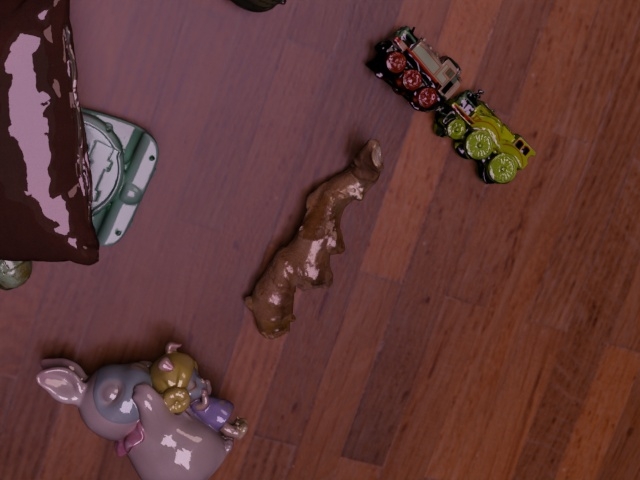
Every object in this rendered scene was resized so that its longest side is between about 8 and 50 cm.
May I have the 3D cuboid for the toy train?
[{"bbox_3d":[0.164,-0.169,1.477,0.249,0.053,0.085,42,83,-18],"label":"toy train"}]

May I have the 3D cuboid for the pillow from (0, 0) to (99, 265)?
[{"bbox_3d":[-0.400,-0.119,1.294,0.305,0.108,0.308,-2,100,13],"label":"pillow"}]

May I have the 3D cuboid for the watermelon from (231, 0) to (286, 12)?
[{"bbox_3d":[-0.084,-0.313,1.373,0.110,0.078,0.078,42,91,-19],"label":"watermelon"}]

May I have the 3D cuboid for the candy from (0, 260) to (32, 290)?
[{"bbox_3d":[-0.415,-0.027,1.387,0.061,0.061,0.202,-38,100,-2],"label":"candy"}]

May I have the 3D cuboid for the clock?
[{"bbox_3d":[-0.296,-0.087,1.387,0.188,0.060,0.148,21,98,-16],"label":"clock"}]

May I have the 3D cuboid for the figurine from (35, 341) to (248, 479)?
[{"bbox_3d":[-0.220,0.198,1.440,0.155,0.127,0.235,-39,106,18],"label":"figurine"}]

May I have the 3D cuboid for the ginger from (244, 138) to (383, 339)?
[{"bbox_3d":[0.000,0.000,1.469,0.089,0.075,0.288,36,99,5],"label":"ginger"}]
